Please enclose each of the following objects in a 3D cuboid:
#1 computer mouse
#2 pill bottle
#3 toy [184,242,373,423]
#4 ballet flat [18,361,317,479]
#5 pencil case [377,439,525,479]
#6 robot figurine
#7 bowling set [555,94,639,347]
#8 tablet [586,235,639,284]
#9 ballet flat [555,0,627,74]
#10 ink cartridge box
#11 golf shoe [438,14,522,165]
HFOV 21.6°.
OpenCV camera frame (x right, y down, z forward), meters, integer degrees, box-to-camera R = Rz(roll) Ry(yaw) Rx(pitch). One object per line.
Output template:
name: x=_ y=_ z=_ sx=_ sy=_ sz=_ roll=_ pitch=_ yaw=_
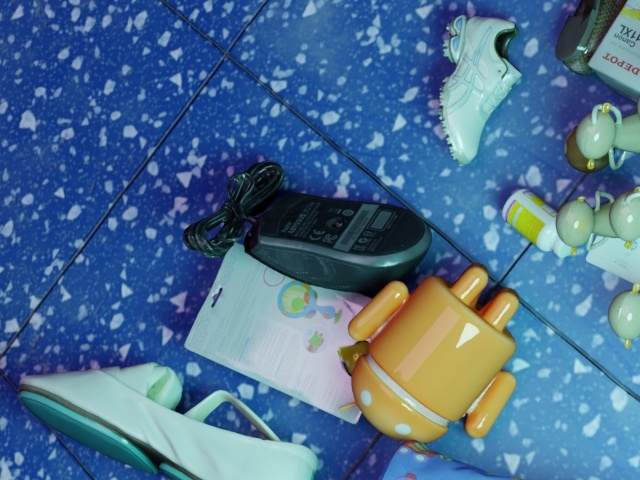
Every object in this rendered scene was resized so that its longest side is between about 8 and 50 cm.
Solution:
computer mouse: x=0.000 y=0.000 z=1.905 sx=0.272 sy=0.072 sz=0.188 roll=13 pitch=37 yaw=25
pill bottle: x=0.238 y=-0.017 z=1.807 sx=0.083 sy=0.043 sz=0.043 roll=42 pitch=98 yaw=33
toy: x=-0.024 y=0.107 z=1.917 sx=0.237 sy=0.056 sz=0.137 roll=22 pitch=83 yaw=28
ballet flat: x=-0.168 y=0.219 z=1.940 sx=0.400 sy=0.139 sz=0.139 roll=23 pitch=88 yaw=29
pencil case: x=0.199 y=0.286 z=1.670 sx=0.306 sy=0.133 sz=0.119 roll=11 pitch=82 yaw=24
robot figurine: x=0.122 y=0.127 z=1.783 sx=0.219 sy=0.158 sz=0.128 roll=-50 pitch=36 yaw=8
bowling set: x=0.292 y=-0.050 z=1.684 sx=0.200 sy=0.154 sz=0.287 roll=22 pitch=111 yaw=44
tablet: x=0.325 y=0.013 z=1.770 sx=0.083 sy=0.006 sz=0.054 roll=27 pitch=90 yaw=33
ballet flat: x=0.333 y=-0.292 z=1.834 sx=0.250 sy=0.058 sz=0.084 roll=-65 pitch=21 yaw=-8
ink cartridge box: x=0.386 y=-0.220 z=1.765 sx=0.127 sy=0.072 sz=0.175 roll=33 pitch=92 yaw=32
golf shoe: x=0.181 y=-0.171 z=1.877 sx=0.086 sy=0.069 sz=0.176 roll=-1 pitch=76 yaw=24
